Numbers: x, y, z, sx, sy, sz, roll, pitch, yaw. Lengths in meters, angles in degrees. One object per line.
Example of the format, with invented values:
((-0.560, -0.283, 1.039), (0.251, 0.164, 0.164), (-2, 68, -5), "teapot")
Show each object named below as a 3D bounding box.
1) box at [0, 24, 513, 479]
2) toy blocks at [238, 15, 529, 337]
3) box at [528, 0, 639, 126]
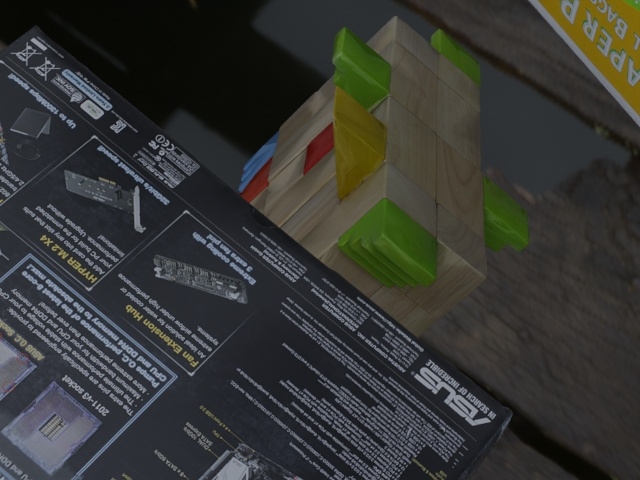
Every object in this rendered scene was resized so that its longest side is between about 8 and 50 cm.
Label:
((-0.102, 0.074, 0.731), (0.307, 0.076, 0.242), (39, 55, 8), "box")
((0.000, 0.000, 1.244), (0.191, 0.381, 0.261), (38, 118, -18), "toy blocks")
((0.151, -0.113, 0.589), (0.103, 0.114, 0.203), (-22, 57, -22), "box")
